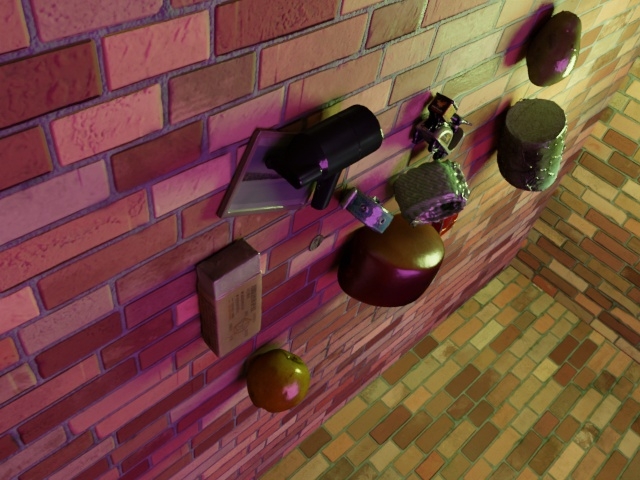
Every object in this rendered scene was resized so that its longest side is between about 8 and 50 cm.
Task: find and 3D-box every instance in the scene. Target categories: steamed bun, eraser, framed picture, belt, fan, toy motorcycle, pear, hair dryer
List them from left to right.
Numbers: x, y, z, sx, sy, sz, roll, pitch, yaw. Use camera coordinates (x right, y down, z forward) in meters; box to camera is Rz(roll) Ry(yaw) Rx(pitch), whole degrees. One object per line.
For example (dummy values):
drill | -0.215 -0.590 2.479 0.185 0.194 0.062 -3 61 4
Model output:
eraser | -0.222 0.150 1.427 0.144 0.078 0.343 -34 151 -30
pear | -0.142 0.458 1.877 0.209 0.209 0.208 -38 154 -22
framed picture | -0.084 -0.148 1.283 0.289 0.016 0.213 -10 136 -54
hair dryer | -0.008 -0.140 1.295 0.244 0.116 0.302 -32 158 -28
fan | -0.004 -0.002 1.651 0.080 0.003 0.060 -43 156 -10
belt | 0.130 -0.086 1.586 0.082 0.148 0.163 -55 -176 8
steamed bun | 0.250 0.076 1.891 0.379 0.248 0.235 -21 145 -47
toy motorcycle | 0.354 -0.314 1.677 0.157 0.091 0.263 -56 156 9

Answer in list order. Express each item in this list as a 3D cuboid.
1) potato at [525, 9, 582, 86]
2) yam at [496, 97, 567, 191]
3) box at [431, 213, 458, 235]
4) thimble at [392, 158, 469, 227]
potato | 0.735 -0.597 1.813 0.178 0.160 0.235 -91 -164 -69
yam | 0.778 -0.352 2.129 0.241 0.241 0.348 -45 155 -7
box | 0.499 -0.093 2.293 0.112 0.048 0.175 -37 154 -24
thimble | 0.337 -0.142 1.747 0.219 0.150 0.219 -16 165 -4
